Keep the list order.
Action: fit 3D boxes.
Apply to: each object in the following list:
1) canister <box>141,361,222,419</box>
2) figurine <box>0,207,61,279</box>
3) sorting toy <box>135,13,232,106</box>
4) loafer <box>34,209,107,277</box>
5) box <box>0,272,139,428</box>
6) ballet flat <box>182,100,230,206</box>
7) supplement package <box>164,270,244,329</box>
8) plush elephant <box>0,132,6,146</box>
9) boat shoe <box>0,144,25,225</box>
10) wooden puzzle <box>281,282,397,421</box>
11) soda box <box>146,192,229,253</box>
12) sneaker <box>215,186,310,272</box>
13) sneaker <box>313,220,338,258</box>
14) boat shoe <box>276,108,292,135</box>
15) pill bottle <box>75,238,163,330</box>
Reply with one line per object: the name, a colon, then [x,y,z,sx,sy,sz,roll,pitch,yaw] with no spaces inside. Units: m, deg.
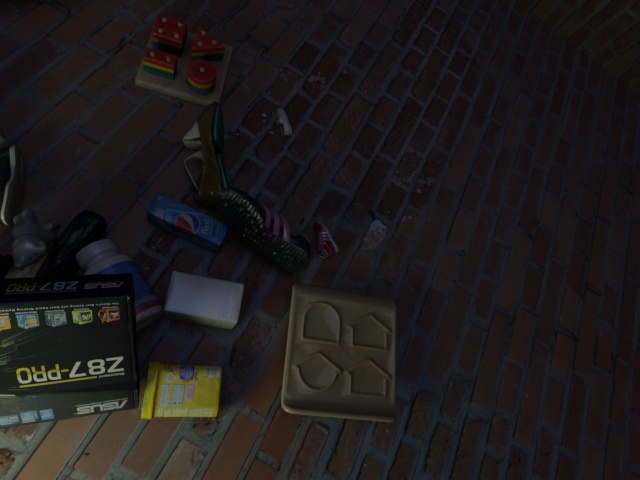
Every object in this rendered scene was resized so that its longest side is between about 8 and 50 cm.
canister: [-0.327,0.358,1.004,0.169,0.073,0.126,8,67,-18]
figurine: [-0.670,0.038,0.904,0.214,0.209,0.092,-40,124,-10]
sorting toy: [-0.423,-0.580,1.337,0.255,0.089,0.258,13,65,-15]
loafer: [-0.622,0.021,1.037,0.078,0.076,0.223,22,66,14]
box: [-0.580,0.225,0.843,0.394,0.319,0.097,-1,31,-21]
ballet flat: [-0.339,-0.256,1.241,0.123,0.116,0.343,-8,75,-3]
supplement package: [-0.298,0.156,1.078,0.179,0.105,0.105,13,66,-16]
plush elephant: [-0.907,-0.310,0.961,0.255,0.272,0.331,6,96,-4]
boat shoe: [-0.775,-0.131,1.025,0.079,0.084,0.233,-9,60,-19]
wooden puzzle: [0.056,0.307,1.168,0.321,0.080,0.348,12,61,-16]
soda box: [-0.361,-0.045,1.154,0.209,0.071,0.067,25,62,-9]
sneaker: [-0.155,-0.045,1.190,0.319,0.112,0.131,44,28,-21]
sneaker: [0.000,0.000,1.285,0.067,0.042,0.119,-30,84,-31]
boat shoe: [-0.128,-0.394,1.402,0.035,0.035,0.100,-17,83,-28]
pill bottle: [-0.489,0.111,1.015,0.124,0.124,0.222,-31,83,-28]
